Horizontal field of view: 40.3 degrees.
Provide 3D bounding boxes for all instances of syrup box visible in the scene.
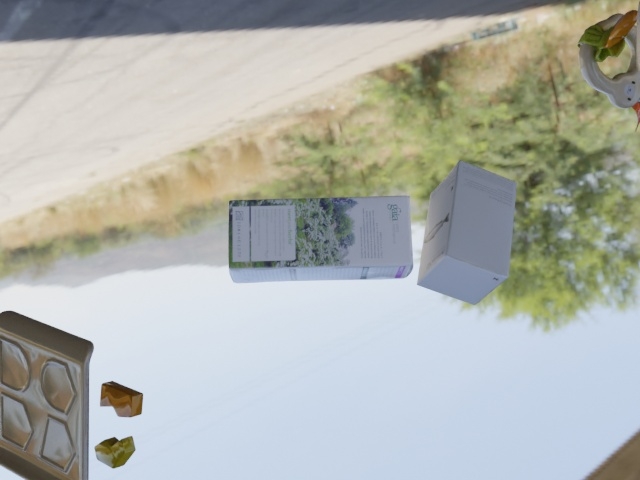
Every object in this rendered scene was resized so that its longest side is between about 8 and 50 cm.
[{"bbox_3d":[0.000,0.000,1.140,0.236,0.093,0.096,-1,166,-2],"label":"syrup box"}]

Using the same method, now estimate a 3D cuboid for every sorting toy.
[{"bbox_3d":[-0.353,0.238,1.207,0.307,0.229,0.041,13,-168,35],"label":"sorting toy"}]

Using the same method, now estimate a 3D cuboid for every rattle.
[{"bbox_3d":[0.520,-0.275,1.422,0.130,0.200,0.142,-31,-171,-28],"label":"rattle"}]

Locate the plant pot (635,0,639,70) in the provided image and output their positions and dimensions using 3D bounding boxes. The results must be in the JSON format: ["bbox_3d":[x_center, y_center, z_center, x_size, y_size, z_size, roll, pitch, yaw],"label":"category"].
[{"bbox_3d":[0.510,-0.279,1.247,0.109,0.096,0.109,8,-156,-3],"label":"plant pot"}]

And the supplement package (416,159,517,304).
[{"bbox_3d":[0.225,-0.011,1.337,0.105,0.179,0.105,20,146,-11],"label":"supplement package"}]
